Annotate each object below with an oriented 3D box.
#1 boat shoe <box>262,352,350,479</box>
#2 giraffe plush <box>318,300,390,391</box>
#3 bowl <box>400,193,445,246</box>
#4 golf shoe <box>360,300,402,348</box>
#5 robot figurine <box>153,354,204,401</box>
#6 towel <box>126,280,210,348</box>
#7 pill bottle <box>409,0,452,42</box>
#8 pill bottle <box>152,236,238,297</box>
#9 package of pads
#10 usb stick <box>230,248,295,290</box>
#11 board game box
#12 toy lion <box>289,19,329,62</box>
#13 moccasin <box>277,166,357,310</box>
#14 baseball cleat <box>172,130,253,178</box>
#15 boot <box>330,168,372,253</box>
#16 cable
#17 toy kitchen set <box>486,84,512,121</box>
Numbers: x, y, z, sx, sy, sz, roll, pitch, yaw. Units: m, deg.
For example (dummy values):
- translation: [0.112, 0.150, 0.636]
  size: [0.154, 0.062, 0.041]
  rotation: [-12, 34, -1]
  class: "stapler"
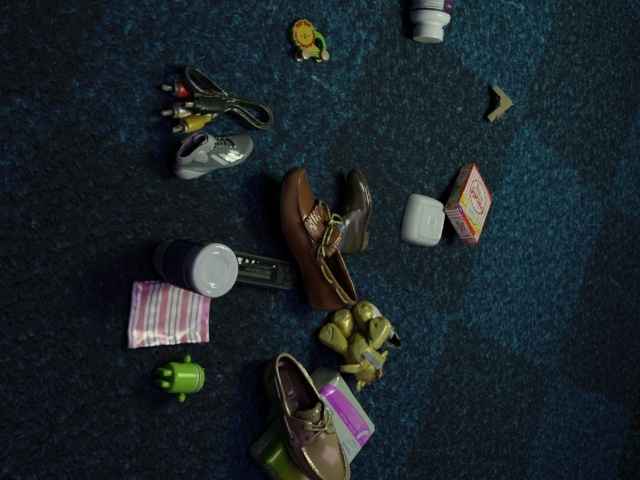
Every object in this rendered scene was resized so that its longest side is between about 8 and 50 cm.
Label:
- translation: [-0.033, 0.424, 1.805]
  size: [0.122, 0.110, 0.341]
  rotation: [-26, 77, -23]
  class: "boat shoe"
- translation: [0.110, 0.289, 1.994]
  size: [0.181, 0.210, 0.170]
  rotation: [-24, 142, -4]
  class: "giraffe plush"
- translation: [0.295, -0.054, 2.165]
  size: [0.142, 0.053, 0.142]
  rotation: [13, 87, -40]
  class: "bowl"
- translation: [0.163, 0.227, 2.072]
  size: [0.069, 0.086, 0.176]
  rotation: [-53, 125, -20]
  class: "golf shoe"
- translation: [-0.304, 0.300, 1.688]
  size: [0.115, 0.067, 0.101]
  rotation: [11, 83, -42]
  class: "robot figurine"
- translation: [-0.323, 0.158, 1.676]
  size: [0.197, 0.029, 0.144]
  rotation: [1, 95, -41]
  class: "towel"
- translation: [0.292, -0.626, 2.036]
  size: [0.108, 0.108, 0.193]
  rotation: [3, 95, -41]
  class: "pill bottle"
- translation: [-0.266, 0.050, 1.602]
  size: [0.112, 0.187, 0.112]
  rotation: [-8, 102, -40]
  class: "pill bottle"
- translation: [-0.014, 0.504, 1.951]
  size: [0.296, 0.101, 0.229]
  rotation: [-46, 122, -25]
  class: "package of pads"
- translation: [-0.171, 0.065, 1.783]
  size: [0.278, 0.045, 0.077]
  rotation: [13, 80, -41]
  class: "usb stick"
- translation: [0.431, -0.106, 2.246]
  size: [0.147, 0.045, 0.193]
  rotation: [55, 45, -32]
  class: "board game box"
- translation: [-0.029, -0.474, 1.834]
  size: [0.100, 0.034, 0.096]
  rotation: [-8, 94, -40]
  class: "toy lion"
- translation: [-0.001, 0.001, 1.832]
  size: [0.139, 0.147, 0.380]
  rotation: [-55, 133, -59]
  class: "moccasin"
- translation: [-0.222, -0.197, 1.659]
  size: [0.206, 0.072, 0.109]
  rotation: [-33, 157, -33]
  class: "baseball cleat"
- translation: [0.067, -0.066, 1.945]
  size: [0.106, 0.082, 0.219]
  rotation: [-16, 109, -41]
  class: "boot"
- translation: [-0.226, -0.301, 1.691]
  size: [0.287, 0.072, 0.139]
  rotation: [-7, 84, -52]
  class: "cable"
- translation: [0.522, -0.407, 2.327]
  size: [0.083, 0.075, 0.068]
  rotation: [-41, 170, 8]
  class: "toy kitchen set"
